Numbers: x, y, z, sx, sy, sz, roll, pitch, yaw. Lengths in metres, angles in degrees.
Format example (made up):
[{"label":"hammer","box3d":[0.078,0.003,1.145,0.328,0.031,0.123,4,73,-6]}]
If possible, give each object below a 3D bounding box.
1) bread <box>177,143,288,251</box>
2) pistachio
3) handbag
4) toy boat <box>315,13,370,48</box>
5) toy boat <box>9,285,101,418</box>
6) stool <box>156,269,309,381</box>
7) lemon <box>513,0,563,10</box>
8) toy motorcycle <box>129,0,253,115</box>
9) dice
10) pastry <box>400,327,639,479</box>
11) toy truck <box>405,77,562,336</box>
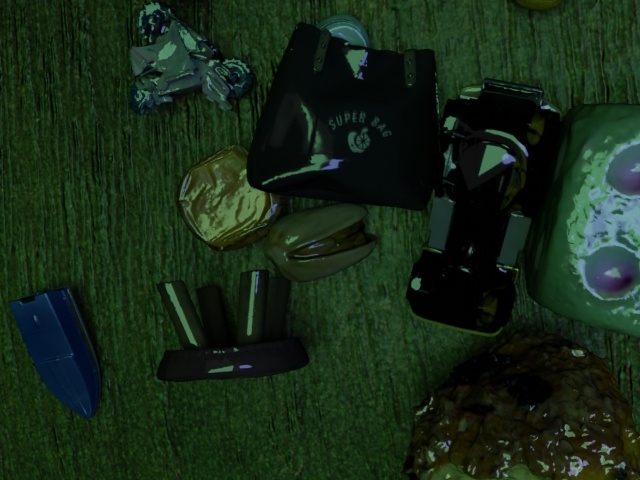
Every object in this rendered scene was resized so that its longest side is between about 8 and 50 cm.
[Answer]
[{"label":"bread","box3d":[-0.159,-0.077,1.272,0.199,0.104,0.199,0,92,11]},{"label":"pistachio","box3d":[0.000,0.000,1.229,0.206,0.131,0.129,-18,108,-16]},{"label":"handbag","box3d":[0.059,-0.206,1.158,0.342,0.152,0.288,6,95,-14]},{"label":"toy boat","box3d":[0.017,-0.306,1.228,0.134,0.079,0.207,17,107,-5]},{"label":"toy boat","box3d":[-0.529,0.238,1.399,0.129,0.088,0.295,-14,104,12]},{"label":"stool","box3d":[-0.161,0.159,1.229,0.272,0.272,0.178,-8,80,12]},{"label":"lemon","box3d":[0.369,-0.427,1.133,0.111,0.082,0.082,12,99,14]},{"label":"toy motorcycle","box3d":[-0.268,-0.301,1.263,0.239,0.108,0.204,36,94,9]},{"label":"dice","box3d":[0.501,-0.032,1.028,0.318,0.322,0.330,12,97,11]},{"label":"pastry","box3d":[0.330,0.316,1.112,0.405,0.337,0.292,-24,111,41]},{"label":"toy truck","box3d":[0.266,-0.063,1.117,0.181,0.254,0.405,14,113,13]}]
